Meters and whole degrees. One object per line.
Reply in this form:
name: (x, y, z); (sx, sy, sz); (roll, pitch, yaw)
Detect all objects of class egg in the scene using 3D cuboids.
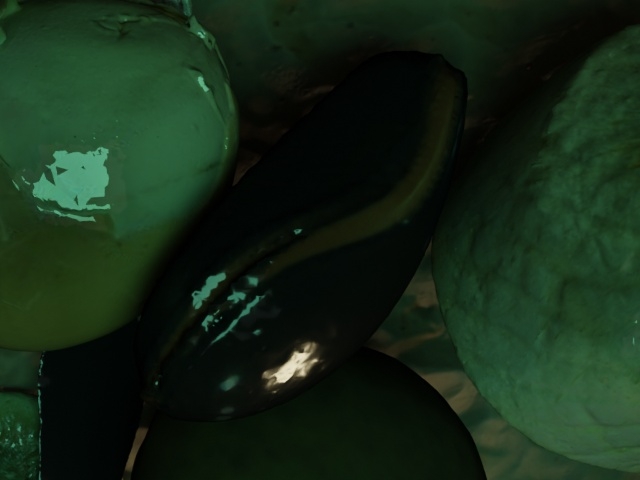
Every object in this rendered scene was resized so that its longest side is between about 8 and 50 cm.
egg: (-0.161, -0.039, 1.176); (0.201, 0.201, 0.244); (18, 121, -21)

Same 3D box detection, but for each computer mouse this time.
computer mouse: (0.004, 0.004, 1.193); (0.116, 0.323, 0.183); (38, 139, 5)

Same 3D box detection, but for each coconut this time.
coconut: (0.227, 0.003, 1.265); (0.329, 0.329, 0.329); (-5, 114, -13)

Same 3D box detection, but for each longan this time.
longan: (-0.003, 0.177, 1.288); (0.248, 0.248, 0.248); (-5, 114, -13)

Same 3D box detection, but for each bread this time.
bread: (-0.194, 0.173, 1.327); (0.112, 0.036, 0.193); (-45, 106, -14)

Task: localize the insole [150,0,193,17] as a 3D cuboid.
insole: (-0.111, -0.168, 1.241); (0.065, 0.004, 0.197); (-12, 115, -10)

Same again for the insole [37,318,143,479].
insole: (-0.165, 0.144, 1.317); (0.080, 0.003, 0.232); (8, 90, -26)
